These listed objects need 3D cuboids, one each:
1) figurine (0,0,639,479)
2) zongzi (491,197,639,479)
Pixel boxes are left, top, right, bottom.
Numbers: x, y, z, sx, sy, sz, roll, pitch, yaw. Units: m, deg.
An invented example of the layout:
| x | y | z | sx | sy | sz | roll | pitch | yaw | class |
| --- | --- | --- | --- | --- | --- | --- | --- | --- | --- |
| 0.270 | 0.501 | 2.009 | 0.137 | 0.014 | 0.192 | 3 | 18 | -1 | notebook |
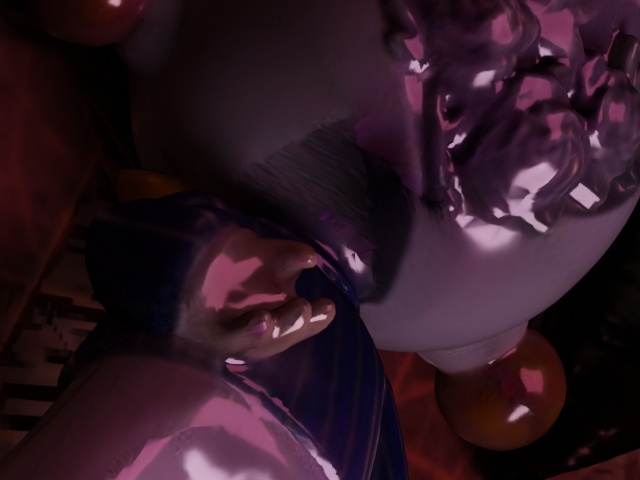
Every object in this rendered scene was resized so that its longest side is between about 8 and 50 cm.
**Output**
| x | y | z | sx | sy | sz | roll | pitch | yaw | class |
| --- | --- | --- | --- | --- | --- | --- | --- | --- | --- |
| -0.008 | -0.005 | 0.481 | 0.274 | 0.133 | 0.194 | -34 | 100 | -40 | figurine |
| 0.216 | -0.123 | 0.625 | 0.319 | 0.383 | 0.362 | -126 | -157 | -55 | zongzi |
